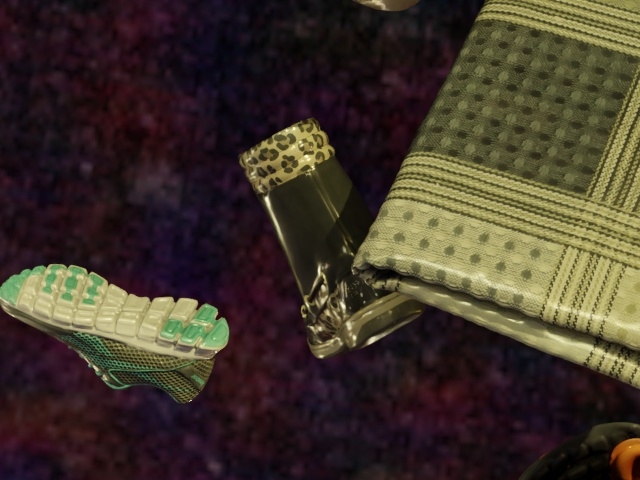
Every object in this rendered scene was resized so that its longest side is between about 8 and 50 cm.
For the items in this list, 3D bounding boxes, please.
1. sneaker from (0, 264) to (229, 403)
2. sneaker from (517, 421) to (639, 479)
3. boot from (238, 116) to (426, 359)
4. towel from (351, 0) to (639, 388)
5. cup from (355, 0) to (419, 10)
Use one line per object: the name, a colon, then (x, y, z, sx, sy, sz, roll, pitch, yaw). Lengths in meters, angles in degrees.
sneaker: (-0.150, 0.071, 1.364, 0.166, 0.065, 0.076, 17, 123, 7)
sneaker: (0.302, 0.252, 1.637, 0.321, 0.124, 0.180, 3, 131, -13)
boot: (0.002, -0.001, 1.541, 0.085, 0.178, 0.236, -29, 180, -10)
towel: (0.226, -0.044, 1.279, 0.324, 0.312, 0.056, 18, 147, 15)
cup: (0.066, -0.357, 1.306, 0.237, 0.331, 0.331, -30, 135, 26)
